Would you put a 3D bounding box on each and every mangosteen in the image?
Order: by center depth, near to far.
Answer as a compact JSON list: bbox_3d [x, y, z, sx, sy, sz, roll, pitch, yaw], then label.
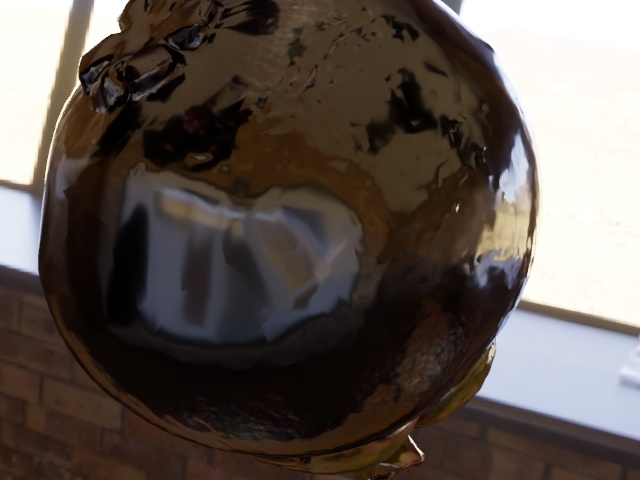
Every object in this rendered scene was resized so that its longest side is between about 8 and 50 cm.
[{"bbox_3d":[0.000,0.000,0.671,0.382,0.382,0.435,22,-23,50],"label":"mangosteen"}]
